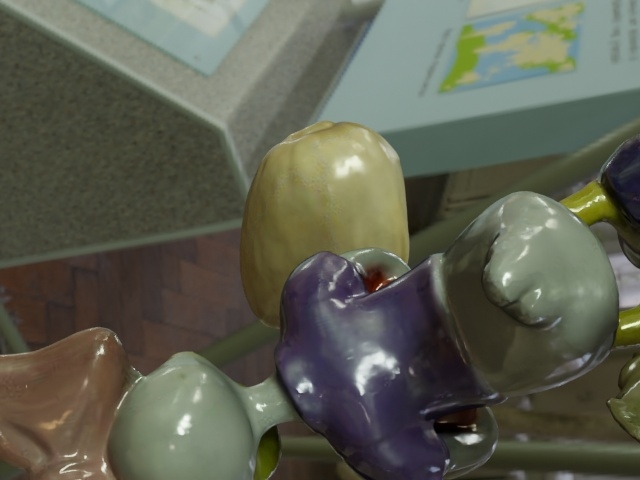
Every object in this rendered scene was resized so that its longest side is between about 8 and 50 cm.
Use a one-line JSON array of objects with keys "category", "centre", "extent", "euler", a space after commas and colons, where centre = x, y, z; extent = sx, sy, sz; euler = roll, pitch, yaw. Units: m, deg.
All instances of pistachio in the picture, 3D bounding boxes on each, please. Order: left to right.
[{"category": "pistachio", "centre": [0.000, 0.000, 0.835], "extent": [0.117, 0.145, 0.201], "euler": [-17, 133, -44]}]

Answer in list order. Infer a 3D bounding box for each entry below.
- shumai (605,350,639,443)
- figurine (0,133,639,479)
[{"category": "shumai", "centre": [0.203, 0.047, 0.357], "extent": [0.161, 0.153, 0.209], "euler": [33, 3, -22]}, {"category": "figurine", "centre": [0.038, 0.065, 0.525], "extent": [0.193, 0.420, 0.154], "euler": [82, -13, -76]}]
